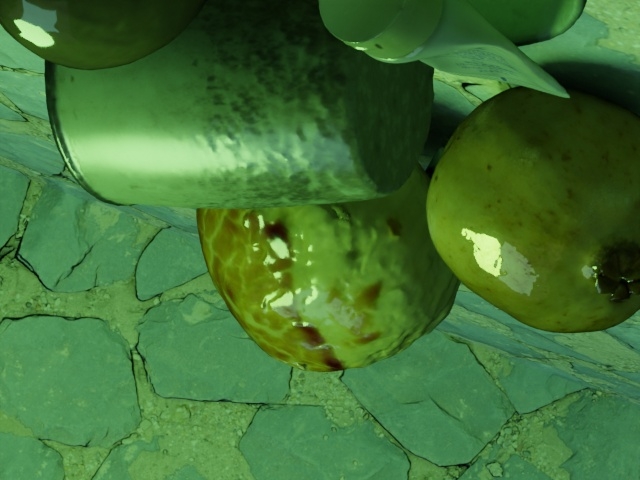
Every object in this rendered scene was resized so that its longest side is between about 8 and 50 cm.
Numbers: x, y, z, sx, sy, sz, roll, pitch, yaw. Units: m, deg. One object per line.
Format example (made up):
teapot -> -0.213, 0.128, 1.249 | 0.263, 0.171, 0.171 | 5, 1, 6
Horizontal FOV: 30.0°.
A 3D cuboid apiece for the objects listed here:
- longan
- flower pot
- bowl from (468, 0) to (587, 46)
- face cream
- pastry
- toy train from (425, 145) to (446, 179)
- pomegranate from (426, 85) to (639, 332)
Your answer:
longan -> -0.207, -0.281, 0.950 | 0.300, 0.300, 0.243 | 26, 141, -26
flower pot -> -0.069, -0.171, 1.238 | 0.330, 0.293, 0.293 | 5, 163, 27
bowl -> 0.057, -0.269, 0.814 | 0.307, 0.163, 0.307 | 19, 169, 4
face cream -> 0.088, -0.145, 0.854 | 0.114, 0.070, 0.224 | 18, -177, 36
pastry -> 0.000, 0.000, 1.615 | 0.388, 0.313, 0.388 | 47, 171, 10
toy train -> 0.202, -0.065, 1.699 | 0.086, 0.088, 0.407 | 28, 170, 11
pomegranate -> 0.261, -0.035, 1.328 | 0.307, 0.307, 0.307 | 19, 169, 4
